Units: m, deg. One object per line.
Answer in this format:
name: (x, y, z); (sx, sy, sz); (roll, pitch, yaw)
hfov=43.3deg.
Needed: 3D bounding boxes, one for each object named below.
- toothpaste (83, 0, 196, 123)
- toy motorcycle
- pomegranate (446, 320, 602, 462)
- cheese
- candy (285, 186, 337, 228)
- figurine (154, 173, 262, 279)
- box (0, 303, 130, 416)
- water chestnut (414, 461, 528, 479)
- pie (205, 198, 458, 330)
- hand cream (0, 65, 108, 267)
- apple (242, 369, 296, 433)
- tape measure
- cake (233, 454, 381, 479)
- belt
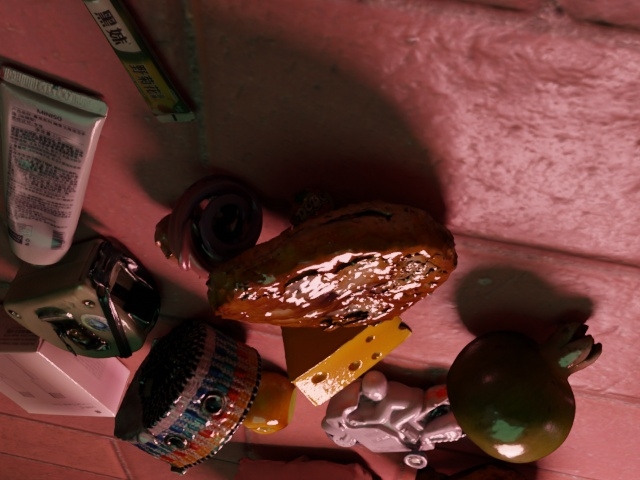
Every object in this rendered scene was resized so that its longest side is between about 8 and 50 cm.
toothpaste: (-0.184, -0.187, 0.799); (0.049, 0.032, 0.204); (0, 146, 20)
toy motorcycle: (0.110, 0.276, 1.301); (0.260, 0.110, 0.171); (-11, 127, 24)
pomegranate: (0.269, 0.199, 1.063); (0.179, 0.179, 0.210); (31, 142, -23)
cheese: (0.040, 0.144, 1.166); (0.171, 0.126, 0.093); (-24, 135, 15)
candy: (0.000, 0.000, 0.997); (0.060, 0.061, 0.201); (6, 153, 12)
figurine: (-0.144, -0.001, 0.982); (0.157, 0.126, 0.114); (-35, 80, 46)
box: (-0.491, 0.212, 1.421); (0.203, 0.106, 0.252); (-3, 143, 21)
water chestnut: (0.255, 0.547, 1.491); (0.350, 0.302, 0.350); (-22, 143, -18)
pie: (0.020, 0.037, 0.927); (0.308, 0.086, 0.308); (-13, 156, -6)
hand cream: (-0.342, -0.073, 1.005); (0.124, 0.078, 0.341); (20, 138, -7)
apple: (-0.095, 0.278, 1.371); (0.099, 0.102, 0.114); (8, 147, 6)
tape measure: (-0.332, 0.102, 1.196); (0.235, 0.115, 0.207); (-14, 135, 34)
cake: (-0.006, 0.627, 1.679); (0.314, 0.293, 0.307); (-9, 143, 20)
belt: (-0.211, 0.244, 1.274); (0.150, 0.207, 0.257); (34, 133, -23)
